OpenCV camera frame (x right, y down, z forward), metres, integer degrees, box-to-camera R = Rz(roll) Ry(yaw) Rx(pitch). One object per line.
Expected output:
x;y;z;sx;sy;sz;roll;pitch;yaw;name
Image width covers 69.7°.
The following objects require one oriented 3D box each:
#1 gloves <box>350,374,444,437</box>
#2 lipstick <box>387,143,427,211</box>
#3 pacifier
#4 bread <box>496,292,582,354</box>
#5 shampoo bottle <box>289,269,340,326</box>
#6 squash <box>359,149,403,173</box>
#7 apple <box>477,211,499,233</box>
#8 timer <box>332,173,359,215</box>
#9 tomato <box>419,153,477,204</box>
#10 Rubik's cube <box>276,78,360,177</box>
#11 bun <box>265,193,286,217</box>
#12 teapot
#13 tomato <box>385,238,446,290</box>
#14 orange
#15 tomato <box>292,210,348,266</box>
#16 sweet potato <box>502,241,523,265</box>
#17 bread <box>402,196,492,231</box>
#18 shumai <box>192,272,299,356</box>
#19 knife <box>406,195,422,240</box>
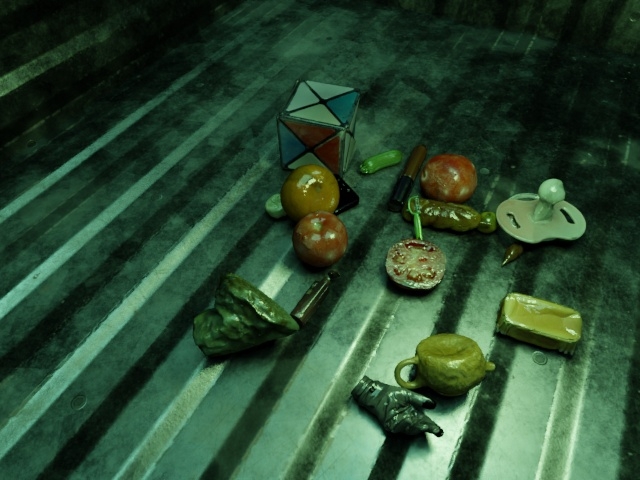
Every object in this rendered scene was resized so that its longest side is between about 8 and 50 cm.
0.222;0.476;1.317;0.285;0.119;0.142;23;64;37;gloves
0.383;-0.283;1.982;0.077;0.077;0.418;18;52;16;lipstick
0.832;-0.098;1.725;0.332;0.273;0.220;-5;83;-4;pacifier
0.701;0.265;1.485;0.241;0.107;0.136;14;54;14;bread
-0.018;0.193;1.593;0.068;0.067;0.236;19;52;28;shampoo bottle
0.269;-0.352;2.048;0.219;0.068;0.077;-24;58;-17;squash
0.651;-0.071;1.796;0.089;0.074;0.089;-12;31;7;apple
0.059;-0.192;1.932;0.144;0.055;0.187;-28;59;-18;timer
0.532;-0.259;1.884;0.232;0.189;0.232;1;51;-1;tomato
0.001;-0.495;2.024;0.307;0.305;0.310;11;51;10;Rubik's cube
-0.168;-0.138;1.880;0.115;0.069;0.115;-16;46;17;bun
0.371;0.388;1.364;0.311;0.167;0.203;-10;16;-8;teapot
0.338;0.100;1.651;0.225;0.085;0.225;-1;53;1;tomato
-0.044;-0.180;1.792;0.240;0.240;0.171;-26;15;-19;orange
0.000;0.000;1.680;0.208;0.184;0.208;-4;53;6;tomato
0.708;0.055;1.708;0.049;0.049;0.117;36;66;28;sweet potato
0.490;-0.102;1.789;0.344;0.084;0.124;12;67;23;bread
-0.253;0.274;1.434;0.304;0.309;0.263;37;84;19;shumai
0.365;-0.066;1.774;0.054;0.015;0.212;-11;79;24;knife
